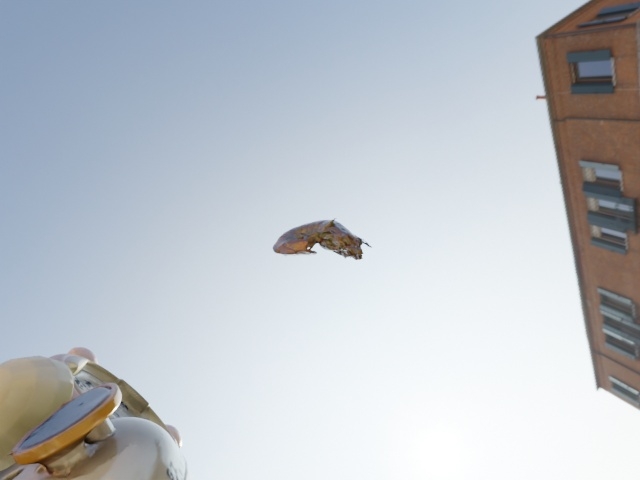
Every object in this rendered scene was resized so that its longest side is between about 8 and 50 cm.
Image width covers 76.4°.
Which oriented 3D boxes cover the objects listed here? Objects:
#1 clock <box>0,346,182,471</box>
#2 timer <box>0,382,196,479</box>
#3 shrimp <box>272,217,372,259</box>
[{"bbox_3d":[-0.360,0.317,0.634,0.342,0.326,0.184,42,-114,-9],"label":"clock"},{"bbox_3d":[-0.207,0.272,0.328,0.233,0.233,0.240,-27,-84,-17],"label":"timer"},{"bbox_3d":[0.000,0.000,0.789,0.150,0.248,0.068,-28,-71,-30],"label":"shrimp"}]
